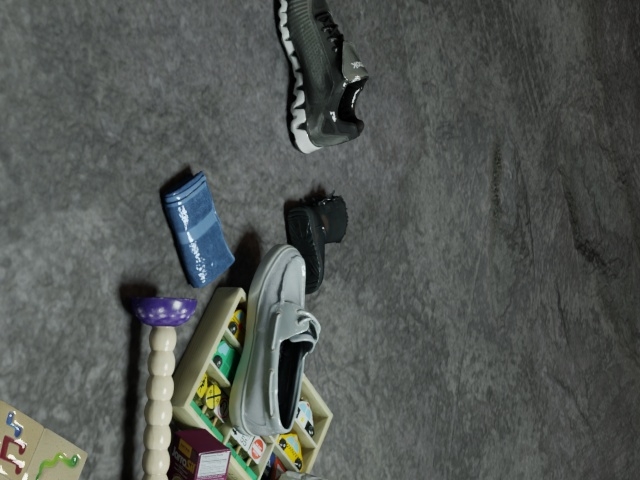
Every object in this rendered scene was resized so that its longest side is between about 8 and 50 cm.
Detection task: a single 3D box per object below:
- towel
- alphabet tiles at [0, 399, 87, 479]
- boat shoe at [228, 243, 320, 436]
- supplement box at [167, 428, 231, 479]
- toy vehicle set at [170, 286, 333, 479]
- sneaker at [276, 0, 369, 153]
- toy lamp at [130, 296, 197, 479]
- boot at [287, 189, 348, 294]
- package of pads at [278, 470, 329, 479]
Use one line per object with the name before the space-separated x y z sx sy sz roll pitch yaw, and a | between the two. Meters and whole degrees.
towel | -0.135 -0.011 1.436 0.067 0.029 0.119 -44 127 -48
alphabet tiles | -0.329 0.258 1.079 0.342 0.011 0.285 42 55 -37
boat shoe | -0.039 0.114 1.473 0.079 0.081 0.227 35 61 -53
supplement box | -0.133 0.252 1.389 0.043 0.055 0.083 0 109 -38
toy vehicle set | -0.080 0.200 1.522 0.267 0.035 0.166 58 44 -41
sneaker | 0.011 -0.225 1.600 0.078 0.106 0.234 -21 108 -58
toy lamp | -0.170 0.196 1.338 0.080 0.080 0.274 7 82 -58
boot | 0.000 0.000 1.646 0.099 0.045 0.121 -21 107 -60
package of pads | 0.010 0.420 1.565 0.296 0.101 0.229 40 72 -52
